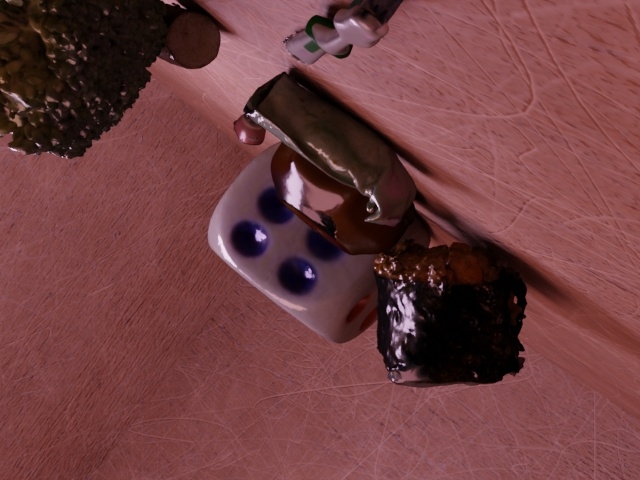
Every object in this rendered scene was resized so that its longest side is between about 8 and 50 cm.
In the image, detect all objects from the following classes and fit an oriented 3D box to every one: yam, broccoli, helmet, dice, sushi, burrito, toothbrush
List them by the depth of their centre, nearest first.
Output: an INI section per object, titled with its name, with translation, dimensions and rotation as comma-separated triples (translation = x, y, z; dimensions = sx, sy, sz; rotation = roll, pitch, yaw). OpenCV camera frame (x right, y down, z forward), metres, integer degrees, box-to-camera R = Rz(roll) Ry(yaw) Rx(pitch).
[toothbrush]
translation = 0.004, -0.159, 0.777
dimensions = 0.042, 0.040, 0.418
rotation = 35, 179, -10
[broccoli]
translation = -0.318, -0.233, 1.140
dimensions = 0.318, 0.277, 0.338
rotation = 24, 180, 24
[burrito]
translation = 0.018, -0.113, 1.190
dimensions = 0.229, 0.089, 0.144
rotation = 37, -167, -1
[yam]
translation = -0.179, -0.262, 1.270
dimensions = 0.084, 0.084, 0.127
rotation = 37, -179, -28
[sushi]
translation = 0.194, 0.098, 1.460
dimensions = 0.235, 0.207, 0.348
rotation = -4, -174, -6
[dice]
translation = 0.000, 0.000, 1.783
dimensions = 0.304, 0.277, 0.304
rotation = 40, 178, 16
[helmet]
translation = -0.140, -0.235, 1.981
dimensions = 0.065, 0.049, 0.084
rotation = 0, -135, -25

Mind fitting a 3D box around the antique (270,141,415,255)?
[antique]
translation = 0.029, -0.071, 1.450
dimensions = 0.224, 0.129, 0.278
rotation = 37, 177, 9
